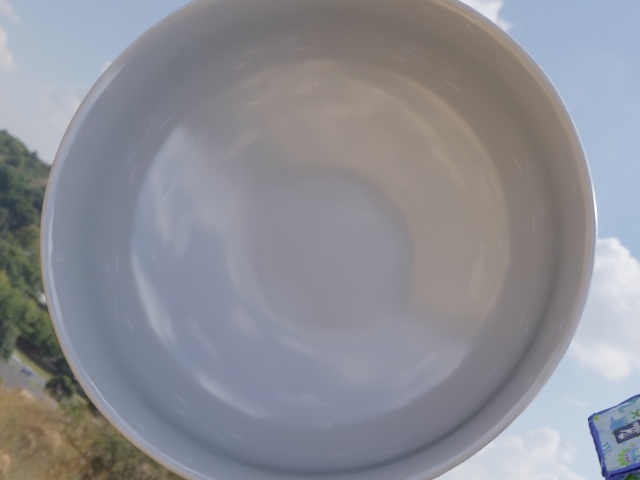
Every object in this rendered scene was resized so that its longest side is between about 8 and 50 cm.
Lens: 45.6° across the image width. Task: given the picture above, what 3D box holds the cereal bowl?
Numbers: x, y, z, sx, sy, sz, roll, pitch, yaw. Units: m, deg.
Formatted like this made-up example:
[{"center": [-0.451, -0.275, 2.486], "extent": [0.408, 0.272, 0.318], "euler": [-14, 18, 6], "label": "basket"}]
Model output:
[{"center": [0.000, 0.000, 0.520], "extent": [0.339, 0.339, 0.141], "euler": [38, -5, 12], "label": "cereal bowl"}]

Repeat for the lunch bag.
[{"center": [0.409, 0.253, 0.918], "extent": [0.129, 0.151, 0.096], "euler": [-67, 154, -68], "label": "lunch bag"}]
